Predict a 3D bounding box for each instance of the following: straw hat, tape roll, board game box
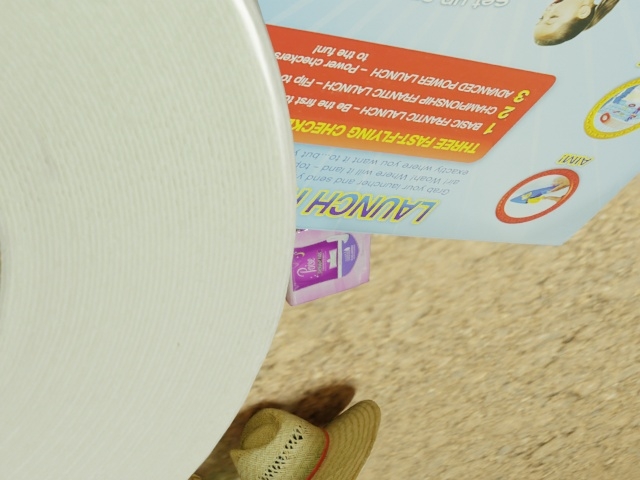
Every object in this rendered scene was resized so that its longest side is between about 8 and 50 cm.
[{"bbox_3d":[-0.025,0.141,0.972,0.061,0.144,0.144,36,126,-10],"label":"straw hat"},{"bbox_3d":[-0.199,-0.013,0.437,0.392,0.072,0.392,-6,129,-8],"label":"tape roll"},{"bbox_3d":[0.068,-0.125,0.572,0.308,0.086,0.302,4,141,-40],"label":"board game box"}]

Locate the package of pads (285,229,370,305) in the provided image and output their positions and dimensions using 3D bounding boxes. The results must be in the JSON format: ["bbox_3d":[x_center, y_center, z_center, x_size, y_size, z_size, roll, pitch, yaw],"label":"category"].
[{"bbox_3d":[0.000,0.000,0.788,0.050,0.032,0.083,-19,151,-10],"label":"package of pads"}]

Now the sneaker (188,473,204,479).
[{"bbox_3d":[-0.155,0.216,0.999,0.186,0.069,0.084,-9,143,-23],"label":"sneaker"}]
